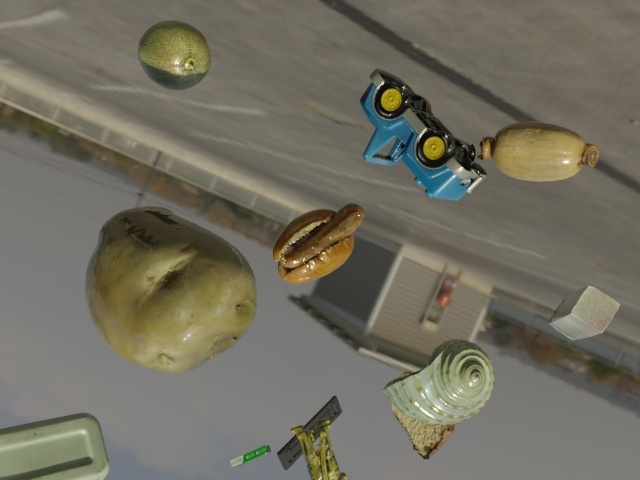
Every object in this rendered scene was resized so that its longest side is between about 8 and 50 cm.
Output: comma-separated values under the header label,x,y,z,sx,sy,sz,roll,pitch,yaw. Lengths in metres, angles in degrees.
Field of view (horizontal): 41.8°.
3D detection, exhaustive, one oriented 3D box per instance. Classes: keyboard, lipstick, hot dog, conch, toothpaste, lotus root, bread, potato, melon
label,x,y,z,sx,sy,sz,roll,pitch,yaw
keyboard,-0.023,0.454,1.981,0.013,0.204,0.061,17,138,43
lipstick,0.494,0.141,1.588,0.068,0.066,0.317,34,178,12
hot dog,0.001,0.002,1.144,0.089,0.140,0.060,66,160,-5
conch,0.158,0.196,1.110,0.135,0.102,0.153,-7,150,-27
toothpaste,-0.141,0.435,1.687,0.017,0.083,0.020,67,-172,17
lotus root,0.255,-0.107,1.007,0.150,0.062,0.073,7,133,32
bread,0.168,0.279,1.358,0.044,0.126,0.129,-14,-129,-34
potato,-0.252,0.082,1.357,0.326,0.243,0.221,24,180,35
melon,-0.293,-0.374,1.691,0.139,0.139,0.192,23,-172,-40

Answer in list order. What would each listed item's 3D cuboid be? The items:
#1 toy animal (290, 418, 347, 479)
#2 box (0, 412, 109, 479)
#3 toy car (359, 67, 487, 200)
label,x,y,z,sx,sy,sz,roll,pitch,yaw
toy animal,0.007,0.379,1.423,0.073,0.136,0.181,-17,173,-8
box,-0.536,0.410,1.494,0.312,0.175,0.182,-5,158,-38
toy car,0.115,-0.118,1.042,0.191,0.100,0.097,53,-158,19
